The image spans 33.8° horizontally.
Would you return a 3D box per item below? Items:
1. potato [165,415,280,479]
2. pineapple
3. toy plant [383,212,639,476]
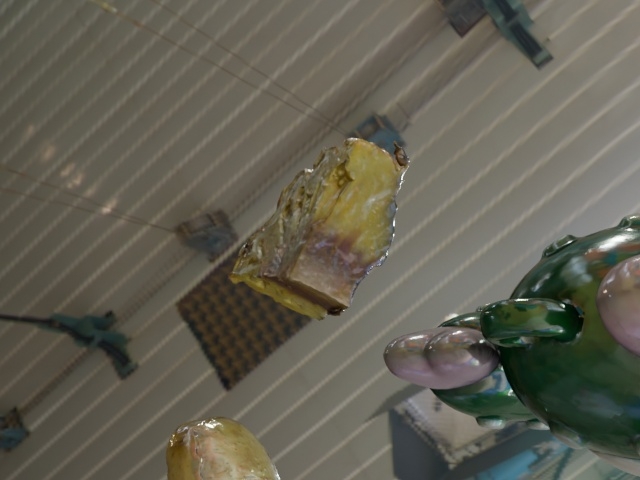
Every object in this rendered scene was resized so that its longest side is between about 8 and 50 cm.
[{"bbox_3d":[-0.078,0.219,0.889,0.080,0.107,0.170,-51,-136,23],"label":"potato"},{"bbox_3d":[0.000,0.000,1.068,0.236,0.115,0.186,-55,-161,36],"label":"pineapple"},{"bbox_3d":[0.163,0.047,0.459,0.243,0.232,0.112,4,-106,-13],"label":"toy plant"}]
